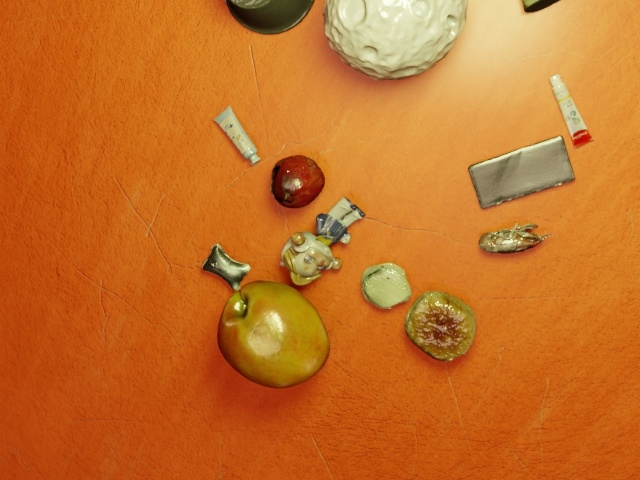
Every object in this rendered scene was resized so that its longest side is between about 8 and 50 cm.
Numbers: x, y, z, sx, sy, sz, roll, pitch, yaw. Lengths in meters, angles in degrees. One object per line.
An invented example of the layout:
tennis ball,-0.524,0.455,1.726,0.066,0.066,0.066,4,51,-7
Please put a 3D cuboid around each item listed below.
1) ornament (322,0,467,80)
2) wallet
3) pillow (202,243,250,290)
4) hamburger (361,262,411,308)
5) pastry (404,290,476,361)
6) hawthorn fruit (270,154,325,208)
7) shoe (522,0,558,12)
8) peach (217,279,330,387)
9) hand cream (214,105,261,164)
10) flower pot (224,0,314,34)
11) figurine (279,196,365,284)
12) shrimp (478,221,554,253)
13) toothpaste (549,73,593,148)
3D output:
ornament,0.175,-0.528,1.386,0.337,0.337,0.337,4,107,13
wallet,0.516,-0.175,1.569,0.244,0.025,0.124,-18,101,19
pillow,-0.285,0.080,1.828,0.135,0.055,0.091,32,79,0
hamburger,0.183,0.129,1.723,0.140,0.062,0.133,-17,103,16
pastry,0.334,0.239,1.701,0.192,0.093,0.182,29,108,6
hawthorn fruit,-0.069,-0.151,1.644,0.148,0.172,0.148,10,132,11
shoe,0.578,-0.630,1.382,0.275,0.103,0.098,-26,87,18
peach,-0.123,0.270,1.719,0.332,0.308,0.308,36,113,-24
hand cream,-0.229,-0.289,1.708,0.065,0.043,0.171,-34,94,20
flower pot,-0.152,-0.658,1.516,0.269,0.166,0.269,3,105,13
figurine,-0.004,-0.007,1.693,0.193,0.133,0.274,8,119,-34
shrimp,0.515,-0.004,1.601,0.190,0.075,0.073,-9,72,23
toothpaste,0.614,-0.321,1.502,0.048,0.031,0.190,-26,101,16
